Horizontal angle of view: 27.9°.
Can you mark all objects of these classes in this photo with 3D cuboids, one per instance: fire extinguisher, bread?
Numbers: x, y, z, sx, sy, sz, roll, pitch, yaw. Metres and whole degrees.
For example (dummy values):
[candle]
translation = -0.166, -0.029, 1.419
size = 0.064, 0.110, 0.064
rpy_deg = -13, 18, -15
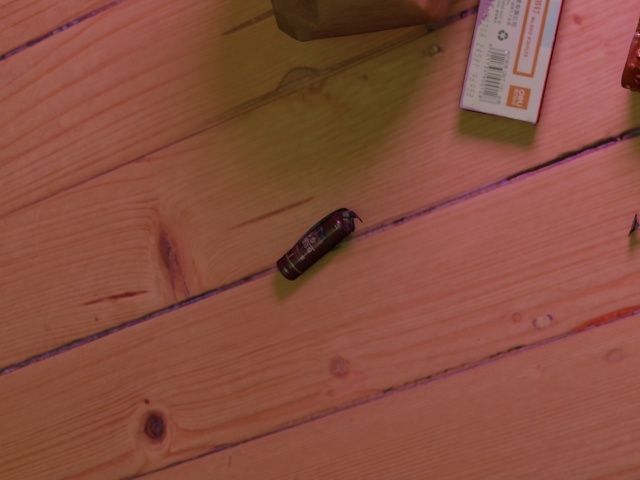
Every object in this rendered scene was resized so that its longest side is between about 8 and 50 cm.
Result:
[fire extinguisher]
translation = 0.000, 0.000, 2.021
size = 0.158, 0.043, 0.064
rpy_deg = -40, 42, 19
[bread]
translation = 0.467, -0.274, 1.763
size = 0.073, 0.160, 0.160
rpy_deg = 18, 103, 12

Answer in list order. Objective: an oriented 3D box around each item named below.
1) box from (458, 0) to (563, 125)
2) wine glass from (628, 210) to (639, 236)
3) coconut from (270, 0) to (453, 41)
[box]
translation = 0.283, -0.292, 1.878
size = 0.123, 0.050, 0.229
rpy_deg = 13, 101, 15
[wine glass]
translation = 0.489, -0.012, 1.858
size = 0.083, 0.042, 0.039
rpy_deg = 18, 141, 13
[coconut]
translation = 0.052, -0.458, 1.755
size = 0.344, 0.415, 0.415
rpy_deg = 34, 107, 14
